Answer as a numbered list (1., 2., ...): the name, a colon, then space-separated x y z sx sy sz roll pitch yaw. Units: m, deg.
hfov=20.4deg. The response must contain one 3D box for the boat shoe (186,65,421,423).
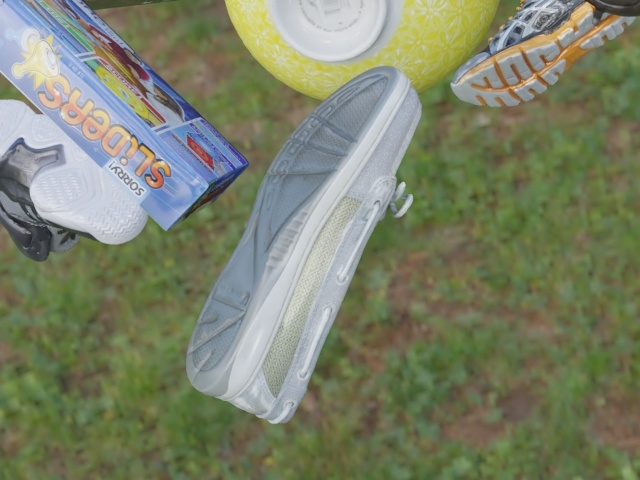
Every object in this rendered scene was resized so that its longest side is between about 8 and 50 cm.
1. boat shoe: 0.001 0.002 1.526 0.118 0.103 0.320 20 82 60

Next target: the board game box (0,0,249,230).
1. board game box: -0.130 -0.093 0.948 0.035 0.201 0.136 -46 0 10

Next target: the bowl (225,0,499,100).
1. bowl: 0.025 -0.252 1.746 0.289 0.289 0.156 -5 20 17

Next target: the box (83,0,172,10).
1. box: -0.148 -0.244 1.412 0.158 0.093 0.156 -10 -3 -25

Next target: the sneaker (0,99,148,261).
1. sneaker: -0.259 -0.038 1.830 0.269 0.153 0.101 30 62 36

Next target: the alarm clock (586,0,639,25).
1. alarm clock: 0.288 -0.291 1.707 0.129 0.192 0.064 29 54 24

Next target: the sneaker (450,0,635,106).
1. sneaker: 0.230 -0.218 1.888 0.215 0.084 0.083 -31 56 6
